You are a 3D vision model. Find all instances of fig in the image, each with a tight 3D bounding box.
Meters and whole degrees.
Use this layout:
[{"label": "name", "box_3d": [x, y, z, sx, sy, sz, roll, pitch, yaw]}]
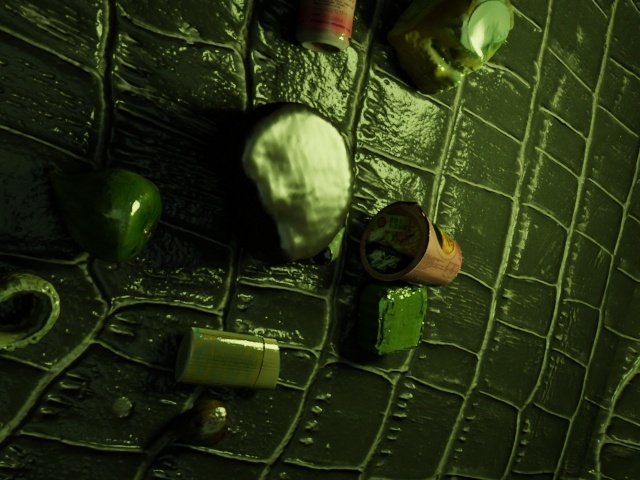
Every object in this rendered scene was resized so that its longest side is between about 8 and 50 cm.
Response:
[{"label": "fig", "box_3d": [-0.301, 0.454, 1.575, 0.154, 0.103, 0.109, -3, 63, -26]}, {"label": "fig", "box_3d": [-0.472, -0.070, 1.346, 0.235, 0.203, 0.203, 21, 83, 3]}]

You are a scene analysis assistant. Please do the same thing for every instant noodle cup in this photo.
[{"label": "instant noodle cup", "box_3d": [0.282, 0.032, 1.877, 0.255, 0.244, 0.244, 22, 84, -46]}]

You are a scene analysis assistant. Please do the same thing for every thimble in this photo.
[{"label": "thimble", "box_3d": [-0.618, 0.140, 1.255, 0.190, 0.143, 0.137, -26, 113, -30]}]

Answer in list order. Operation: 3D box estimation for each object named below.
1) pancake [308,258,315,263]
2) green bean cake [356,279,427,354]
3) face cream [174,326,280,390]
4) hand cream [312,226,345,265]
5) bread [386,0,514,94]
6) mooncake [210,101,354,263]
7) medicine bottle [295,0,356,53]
[{"label": "pancake", "box_3d": [-0.003, -0.002, 1.765, 0.116, 0.022, 0.130, 33, 78, -36]}, {"label": "green bean cake", "box_3d": [0.215, 0.229, 1.909, 0.200, 0.113, 0.214, -3, 101, -35]}, {"label": "face cream", "box_3d": [-0.222, 0.305, 1.625, 0.285, 0.067, 0.139, 15, 89, -37]}, {"label": "hand cream", "box_3d": [0.032, 0.020, 1.708, 0.235, 0.055, 0.086, -28, 133, -72]}, {"label": "bread", "box_3d": [0.410, -0.626, 1.827, 0.395, 0.264, 0.239, -49, 118, -18]}, {"label": "mooncake", "box_3d": [-0.086, -0.149, 1.559, 0.350, 0.212, 0.381, -18, 112, -33]}, {"label": "medicine bottle", "box_3d": [0.021, -0.608, 1.610, 0.147, 0.147, 0.247, 7, 93, -37]}]
